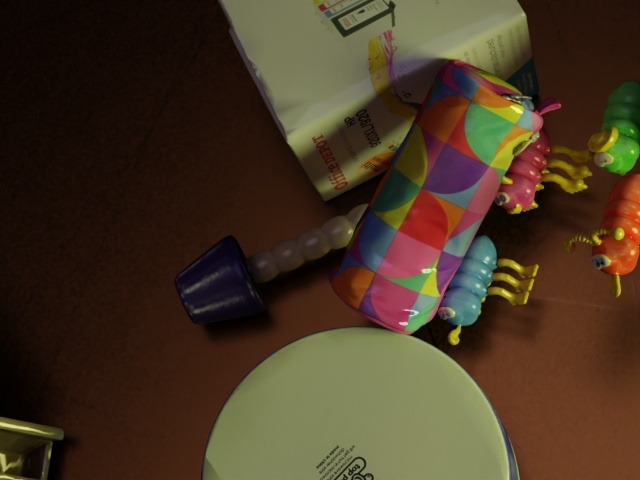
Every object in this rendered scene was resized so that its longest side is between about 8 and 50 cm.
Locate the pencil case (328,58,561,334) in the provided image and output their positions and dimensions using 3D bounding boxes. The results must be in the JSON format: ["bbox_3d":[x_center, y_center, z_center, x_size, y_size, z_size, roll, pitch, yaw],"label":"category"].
[{"bbox_3d":[0.099,-0.037,1.300,0.104,0.104,0.236,35,103,19],"label":"pencil case"}]

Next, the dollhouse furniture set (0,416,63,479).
[{"bbox_3d":[-0.237,0.223,1.294,0.242,0.212,0.161,-15,64,52],"label":"dollhouse furniture set"}]

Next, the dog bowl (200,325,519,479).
[{"bbox_3d":[0.035,0.210,1.318,0.264,0.104,0.265,-3,72,10],"label":"dog bowl"}]

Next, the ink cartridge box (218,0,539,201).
[{"bbox_3d":[0.053,-0.178,1.405,0.232,0.171,0.168,-27,68,2],"label":"ink cartridge box"}]

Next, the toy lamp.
[{"bbox_3d":[0.000,0.000,1.410,0.274,0.080,0.080,-23,69,0],"label":"toy lamp"}]

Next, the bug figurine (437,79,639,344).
[{"bbox_3d":[0.199,-0.027,1.298,0.072,0.279,0.216,34,58,-22],"label":"bug figurine"}]
